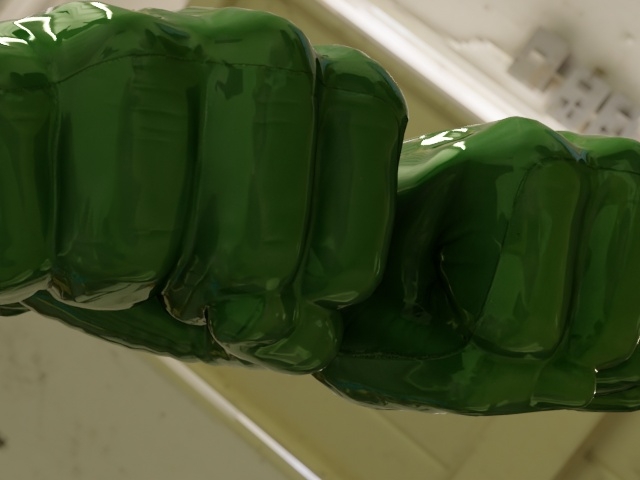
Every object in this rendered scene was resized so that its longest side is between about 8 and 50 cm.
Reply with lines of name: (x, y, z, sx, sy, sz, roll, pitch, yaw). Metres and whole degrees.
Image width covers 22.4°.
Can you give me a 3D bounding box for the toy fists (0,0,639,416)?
toy fists: (0.000, 0.000, 0.474, 0.279, 0.142, 0.096, 16, -107, -35)
